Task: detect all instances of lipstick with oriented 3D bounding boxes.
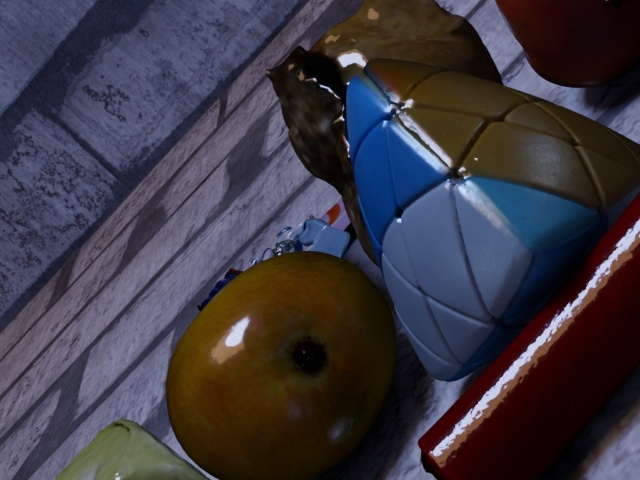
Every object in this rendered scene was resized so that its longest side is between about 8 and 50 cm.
[{"bbox_3d":[0.165,0.071,0.864,0.241,0.080,0.080,-49,15,2],"label":"lipstick"}]

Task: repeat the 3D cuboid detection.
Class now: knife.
[{"bbox_3d":[0.000,0.000,1.390,0.044,0.019,0.313,-56,8,-2],"label":"knife"}]

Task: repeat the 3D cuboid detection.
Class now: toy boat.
[{"bbox_3d":[-0.014,0.015,1.587,0.318,0.072,0.219,-35,15,12],"label":"toy boat"}]

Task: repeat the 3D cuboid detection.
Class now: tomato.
[{"bbox_3d":[0.231,-0.233,1.220,0.136,0.195,0.195,-21,24,17],"label":"tomato"}]

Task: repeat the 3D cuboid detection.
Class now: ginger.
[{"bbox_3d":[0.089,-0.107,1.300,0.223,0.200,0.269,-29,49,-15],"label":"ginger"}]

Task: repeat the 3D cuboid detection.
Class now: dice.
[{"bbox_3d":[-0.146,0.260,1.102,0.169,0.169,0.166,-51,16,-10],"label":"dice"}]

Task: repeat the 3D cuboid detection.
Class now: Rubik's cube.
[{"bbox_3d":[0.145,-0.003,1.013,0.254,0.254,0.254,-45,15,16],"label":"Rubik's cube"}]

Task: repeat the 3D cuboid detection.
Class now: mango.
[{"bbox_3d":[-0.032,0.107,1.178,0.211,0.173,0.317,-51,3,2],"label":"mango"}]

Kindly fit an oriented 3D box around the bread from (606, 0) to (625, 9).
[{"bbox_3d":[0.354,-0.295,1.029,0.314,0.191,0.370,-48,9,22],"label":"bread"}]
